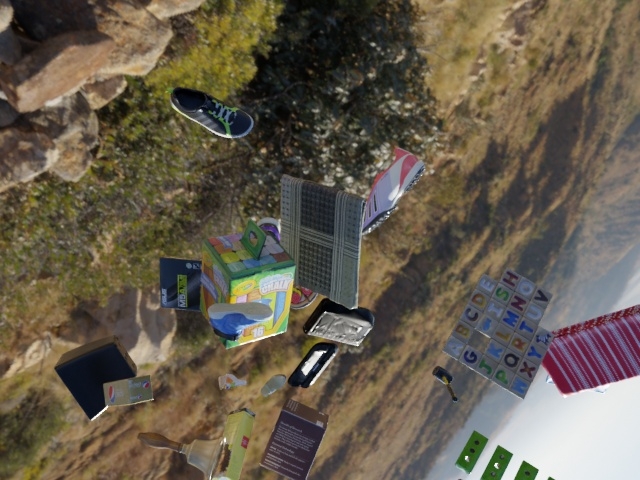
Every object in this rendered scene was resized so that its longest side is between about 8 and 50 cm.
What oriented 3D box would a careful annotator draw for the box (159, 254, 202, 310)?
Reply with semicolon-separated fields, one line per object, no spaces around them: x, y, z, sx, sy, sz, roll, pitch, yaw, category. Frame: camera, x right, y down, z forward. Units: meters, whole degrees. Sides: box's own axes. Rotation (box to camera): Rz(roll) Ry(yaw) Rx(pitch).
-0.480;0.153;1.958;0.045;0.184;0.190;-60;154;-75;box

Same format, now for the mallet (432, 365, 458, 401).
0.378;0.432;1.661;0.039;0.062;0.190;-53;178;8;mallet

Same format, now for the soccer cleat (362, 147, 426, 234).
0.209;-0.156;1.800;0.318;0.116;0.109;-53;169;26;soccer cleat

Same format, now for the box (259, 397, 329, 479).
-0.087;0.687;1.898;0.168;0.167;0.203;37;75;-85;box

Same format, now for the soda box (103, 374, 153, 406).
-0.483;0.377;1.371;0.058;0.061;0.181;-2;167;-40;soda box

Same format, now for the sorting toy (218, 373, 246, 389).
-0.274;0.446;1.724;0.075;0.044;0.083;8;159;-24;sorting toy

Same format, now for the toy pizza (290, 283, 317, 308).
-0.093;0.172;2.203;0.201;0.201;0.032;-50;149;10;toy pizza

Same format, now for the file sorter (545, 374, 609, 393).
0.795;0.384;1.691;0.118;0.170;0.104;79;25;-48;file sorter

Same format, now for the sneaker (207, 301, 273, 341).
-0.178;0.189;1.255;0.152;0.058;0.084;-2;117;8;sneaker

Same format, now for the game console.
0.005;0.341;1.755;0.213;0.044;0.361;20;115;-33;game console

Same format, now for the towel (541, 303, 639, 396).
0.659;0.264;1.280;0.275;0.199;0.031;-26;-159;26;towel

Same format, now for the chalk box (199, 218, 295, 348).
-0.186;0.091;1.377;0.179;0.180;0.288;-12;126;-30;chalk box

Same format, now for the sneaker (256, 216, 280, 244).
-0.177;0.078;1.803;0.102;0.146;0.293;-3;134;-5;sneaker

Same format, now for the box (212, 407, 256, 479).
-0.283;0.669;1.792;0.087;0.232;0.058;-27;123;33;box

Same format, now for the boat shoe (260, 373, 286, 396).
-0.157;0.498;1.909;0.137;0.049;0.043;-45;166;35;boat shoe

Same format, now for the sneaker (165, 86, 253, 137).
-0.289;-0.334;1.429;0.097;0.235;0.084;-179;-73;-80;sneaker

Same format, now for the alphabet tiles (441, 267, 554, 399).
0.403;0.187;1.187;0.237;0.198;0.009;-58;176;-13;alphabet tiles

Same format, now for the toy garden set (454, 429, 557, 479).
0.441;0.621;1.347;0.204;0.244;0.049;-44;151;-34;toy garden set

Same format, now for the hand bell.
-0.409;0.593;1.581;0.126;0.242;0.126;16;90;-86;hand bell

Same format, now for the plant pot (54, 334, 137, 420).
-0.655;0.388;1.640;0.167;0.187;0.188;-33;-169;-14;plant pot

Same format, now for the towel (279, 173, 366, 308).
0.000;0.000;1.533;0.056;0.312;0.324;-16;117;-45;towel
